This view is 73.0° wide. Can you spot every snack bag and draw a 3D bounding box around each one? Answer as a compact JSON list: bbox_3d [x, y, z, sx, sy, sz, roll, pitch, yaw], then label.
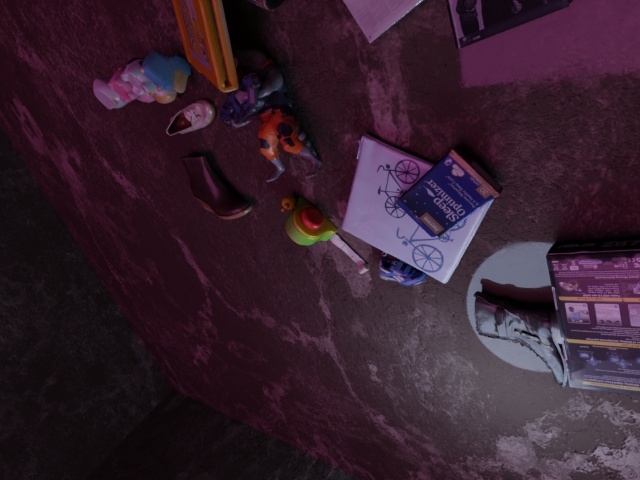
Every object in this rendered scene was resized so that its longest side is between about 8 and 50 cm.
[{"bbox_3d":[0.219,-0.071,1.093,0.343,0.037,0.323,28,137,17],"label":"snack bag"}]

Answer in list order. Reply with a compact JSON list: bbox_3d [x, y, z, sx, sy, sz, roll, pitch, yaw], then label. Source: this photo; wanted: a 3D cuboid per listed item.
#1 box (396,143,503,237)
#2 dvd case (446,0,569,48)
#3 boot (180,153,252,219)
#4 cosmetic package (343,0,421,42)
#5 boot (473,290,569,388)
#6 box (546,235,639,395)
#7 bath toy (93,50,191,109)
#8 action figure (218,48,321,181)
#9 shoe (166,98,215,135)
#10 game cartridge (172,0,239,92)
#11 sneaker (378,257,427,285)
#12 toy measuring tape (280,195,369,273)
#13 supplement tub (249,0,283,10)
[{"bbox_3d":[0.275,-0.095,0.977,0.136,0.036,0.225,43,140,0],"label":"box"},{"bbox_3d":[0.272,-0.449,0.663,0.179,0.029,0.238,-17,115,12],"label":"dvd case"},{"bbox_3d":[-0.348,-0.180,1.413,0.249,0.090,0.206,11,133,37],"label":"boot"},{"bbox_3d":[0.159,-0.471,0.775,0.239,0.060,0.099,-21,109,46],"label":"cosmetic package"},{"bbox_3d":[0.515,0.246,1.105,0.229,0.091,0.262,3,122,44],"label":"boot"},{"bbox_3d":[0.672,0.147,0.817,0.395,0.097,0.318,-7,103,41],"label":"box"},{"bbox_3d":[-0.539,-0.471,1.294,0.348,0.129,0.151,3,145,38],"label":"bath toy"},{"bbox_3d":[-0.138,-0.323,1.116,0.341,0.179,0.330,19,133,62],"label":"action figure"},{"bbox_3d":[-0.398,-0.366,1.318,0.219,0.058,0.076,-9,118,43],"label":"shoe"},{"bbox_3d":[-0.286,-0.520,0.985,0.323,0.053,0.285,46,151,46],"label":"game cartridge"},{"bbox_3d":[0.225,0.085,1.211,0.144,0.053,0.059,8,127,33],"label":"sneaker"},{"bbox_3d":[0.000,0.000,1.272,0.330,0.121,0.121,45,140,-3],"label":"toy measuring tape"},{"bbox_3d":[-0.167,-0.577,0.915,0.198,0.106,0.106,33,139,13],"label":"supplement tub"}]
